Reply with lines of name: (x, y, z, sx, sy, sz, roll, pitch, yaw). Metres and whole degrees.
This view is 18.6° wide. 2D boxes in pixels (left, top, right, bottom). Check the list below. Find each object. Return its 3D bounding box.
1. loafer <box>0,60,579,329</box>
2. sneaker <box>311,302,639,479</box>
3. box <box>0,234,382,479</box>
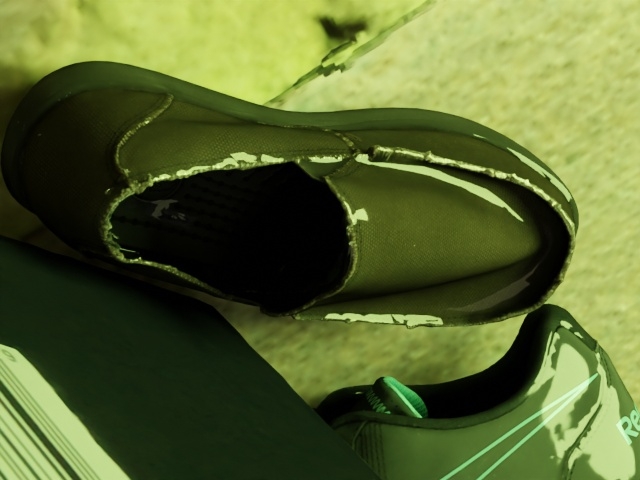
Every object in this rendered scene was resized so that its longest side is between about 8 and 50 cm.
loafer: (0.000, 0.000, 0.671, 0.220, 0.078, 0.080, 7, 119, -27)
sneaker: (0.003, 0.114, 0.757, 0.267, 0.101, 0.106, -23, 106, -6)
box: (-0.222, 0.232, 0.490, 0.480, 0.297, 0.471, 21, 108, -52)
